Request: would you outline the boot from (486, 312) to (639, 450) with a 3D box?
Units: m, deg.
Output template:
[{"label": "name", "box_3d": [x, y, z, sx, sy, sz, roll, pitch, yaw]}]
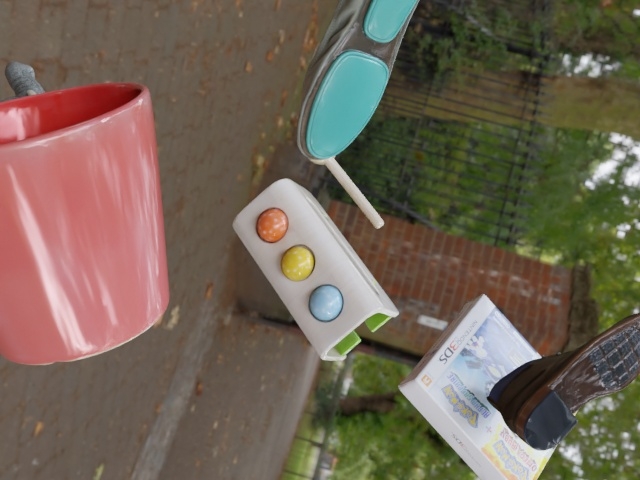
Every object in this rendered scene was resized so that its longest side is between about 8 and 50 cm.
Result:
[{"label": "boot", "box_3d": [0.297, 0.148, 0.998, 0.219, 0.082, 0.106, -37, -159, -11]}]

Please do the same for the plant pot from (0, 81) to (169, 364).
[{"label": "plant pot", "box_3d": [-0.284, -0.019, 0.896, 0.275, 0.275, 0.243, -66, 147, -64]}]

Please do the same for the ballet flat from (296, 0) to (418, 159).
[{"label": "ballet flat", "box_3d": [0.031, -0.171, 0.716, 0.068, 0.072, 0.213, 45, -67, 50]}]

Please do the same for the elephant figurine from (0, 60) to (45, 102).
[{"label": "elephant figurine", "box_3d": [-0.415, -0.126, 1.161, 0.169, 0.239, 0.186, -60, 170, 17]}]

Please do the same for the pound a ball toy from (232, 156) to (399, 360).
[{"label": "pound a ball toy", "box_3d": [0.000, 0.000, 1.315, 0.208, 0.319, 0.136, -41, 156, 13]}]

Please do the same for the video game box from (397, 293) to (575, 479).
[{"label": "video game box", "box_3d": [0.225, 0.201, 1.088, 0.187, 0.205, 0.048, -43, -179, -36]}]
